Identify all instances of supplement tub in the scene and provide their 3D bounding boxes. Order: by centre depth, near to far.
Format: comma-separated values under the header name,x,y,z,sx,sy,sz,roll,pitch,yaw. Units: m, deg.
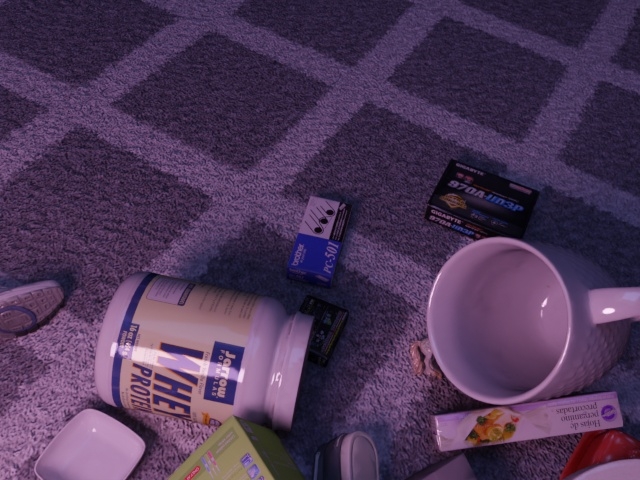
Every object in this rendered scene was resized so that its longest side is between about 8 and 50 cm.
name,x,y,z,sx,sy,sz,roll,pitch,yaw
supplement tub,-0.187,0.193,1.192,0.325,0.235,0.235,11,51,3

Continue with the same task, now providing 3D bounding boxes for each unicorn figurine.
name,x,y,z,sx,sy,sz,roll,pitch,yaw
unicorn figurine,0.249,0.204,1.349,0.162,0.060,0.111,-4,56,-13

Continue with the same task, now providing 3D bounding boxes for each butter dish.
name,x,y,z,sx,sy,sz,roll,pitch,yaw
butter dish,0.517,0.391,1.192,0.160,0.118,0.160,34,54,20

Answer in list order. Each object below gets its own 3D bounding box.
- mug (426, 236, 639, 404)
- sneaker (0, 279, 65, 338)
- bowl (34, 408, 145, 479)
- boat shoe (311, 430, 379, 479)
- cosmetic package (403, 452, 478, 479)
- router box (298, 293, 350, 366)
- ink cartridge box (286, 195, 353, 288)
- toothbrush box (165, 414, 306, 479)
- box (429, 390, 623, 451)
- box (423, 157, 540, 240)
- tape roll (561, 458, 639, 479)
name,x,y,z,sx,sy,sz,roll,pitch,yaw
mug,0.431,0.131,1.222,0.328,0.374,0.276,7,72,-43
sneaker,-0.625,0.122,1.286,0.297,0.111,0.129,-17,49,-21
bowl,-0.373,0.362,1.151,0.142,0.053,0.142,27,54,15
boat shoe,0.027,0.465,1.109,0.099,0.116,0.319,-20,50,36
cosmetic package,0.146,0.432,1.066,0.238,0.107,0.127,-11,70,-42
router box,-0.008,0.173,1.357,0.092,0.038,0.122,21,52,11
ink cartridge box,0.000,0.000,1.494,0.097,0.046,0.207,13,51,5
toothbrush box,-0.100,0.429,1.000,0.206,0.122,0.283,-46,50,2
box,0.356,0.315,1.229,0.324,0.067,0.063,-7,80,-3
box,0.368,-0.081,1.600,0.220,0.051,0.175,23,52,13
tape roll,0.485,0.527,1.038,0.393,0.072,0.391,1,69,-2
